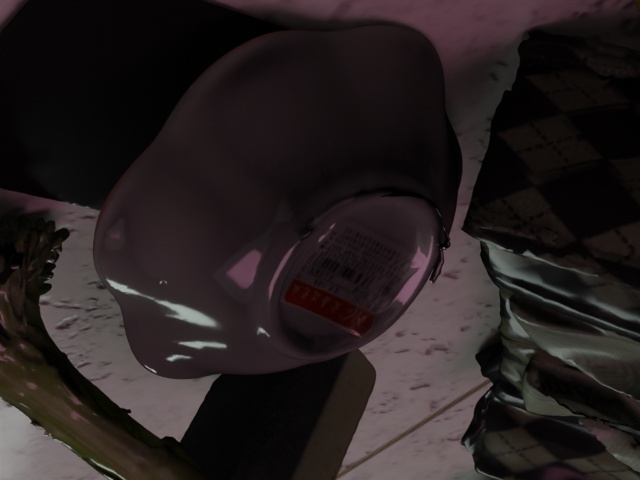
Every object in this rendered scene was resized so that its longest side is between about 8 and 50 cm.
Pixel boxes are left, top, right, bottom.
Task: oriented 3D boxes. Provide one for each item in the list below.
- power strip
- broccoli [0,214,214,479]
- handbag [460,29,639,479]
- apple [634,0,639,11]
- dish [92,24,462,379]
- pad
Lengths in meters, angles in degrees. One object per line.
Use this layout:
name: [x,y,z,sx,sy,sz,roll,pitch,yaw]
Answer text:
power strip: [-0.046,0.146,1.101,0.105,0.256,0.070,-35,102,29]
broccoli: [-0.143,0.079,0.997,0.204,0.122,0.118,44,116,-8]
handbag: [0.230,0.067,1.101,0.317,0.180,0.416,13,157,14]
apple: [0.245,-0.137,0.761,0.226,0.246,0.246,-5,148,-25]
dish: [0.000,0.000,0.955,0.229,0.081,0.229,-23,138,-23]
pad: [-0.075,-0.064,0.963,0.245,0.006,0.170,13,139,-41]
